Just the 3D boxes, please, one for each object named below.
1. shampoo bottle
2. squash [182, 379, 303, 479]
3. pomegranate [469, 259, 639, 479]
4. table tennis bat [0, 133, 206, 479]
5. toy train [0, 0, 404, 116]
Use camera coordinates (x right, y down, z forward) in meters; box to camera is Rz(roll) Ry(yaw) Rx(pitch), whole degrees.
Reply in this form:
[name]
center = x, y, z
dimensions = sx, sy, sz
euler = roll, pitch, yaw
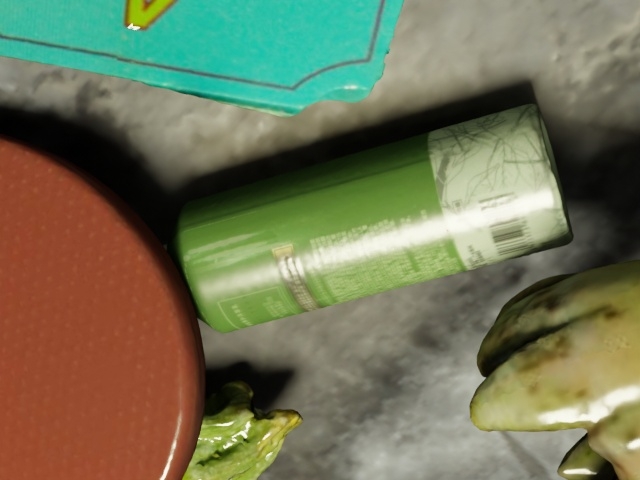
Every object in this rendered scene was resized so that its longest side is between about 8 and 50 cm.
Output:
[shampoo bottle]
center = 0.000, 0.000, 0.546
dimensions = 0.204, 0.065, 0.065
euler = -15, 125, 13
[squash]
center = -0.145, 0.143, 0.622
dimensions = 0.287, 0.137, 0.137
euler = -7, 127, 5
[pomegranate]
center = 0.217, 0.010, 0.458
dimensions = 0.242, 0.242, 0.306
euler = 39, 143, -24
[table tennis bat]
center = -0.197, 0.046, 0.551
dimensions = 0.310, 0.038, 0.200
euler = 9, 94, 15
[toy train]
center = -0.045, -0.126, 0.429
dimensions = 0.197, 0.107, 0.154
euler = 12, 134, -6
